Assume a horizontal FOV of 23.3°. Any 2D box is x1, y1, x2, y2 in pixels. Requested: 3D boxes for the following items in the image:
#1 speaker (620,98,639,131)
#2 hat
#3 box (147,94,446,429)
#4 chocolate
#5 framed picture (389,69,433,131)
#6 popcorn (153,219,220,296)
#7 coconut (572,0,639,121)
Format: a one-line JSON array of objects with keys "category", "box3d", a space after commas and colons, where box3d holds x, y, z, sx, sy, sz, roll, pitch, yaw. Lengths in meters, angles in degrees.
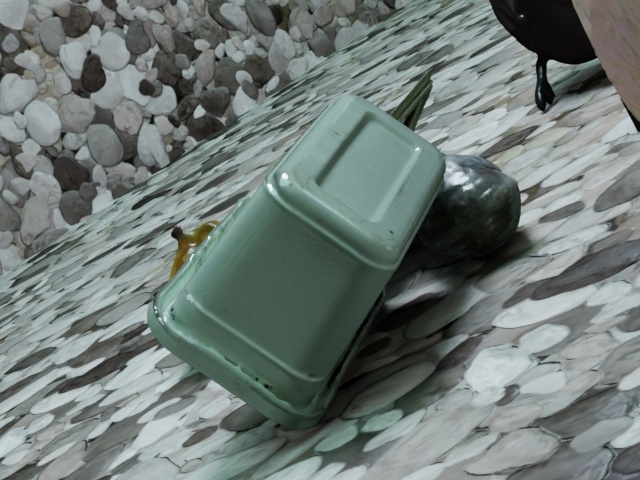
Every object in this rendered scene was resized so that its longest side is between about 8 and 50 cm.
[{"category": "speaker", "box3d": [0.427, -0.184, 1.629, 0.218, 0.044, 0.082, -22, 13, 31]}, {"category": "hat", "box3d": [0.332, -0.292, 1.942, 0.336, 0.238, 0.209, 17, 61, 31]}, {"category": "box", "box3d": [0.000, 0.000, 1.377, 0.182, 0.175, 0.312, -55, 0, 25]}, {"category": "chocolate", "box3d": [0.126, -0.037, 1.565, 0.110, 0.110, 0.248, -31, 9, -9]}, {"category": "framed picture", "box3d": [0.050, -0.045, 1.685, 0.232, 0.019, 0.296, -68, -8, 27]}, {"category": "popcorn", "box3d": [-0.106, 0.050, 1.686, 0.148, 0.152, 0.167, -57, 14, 1]}, {"category": "coconut", "box3d": [0.395, -0.233, 1.222, 0.405, 0.404, 0.404, -28, 12, 6]}]
